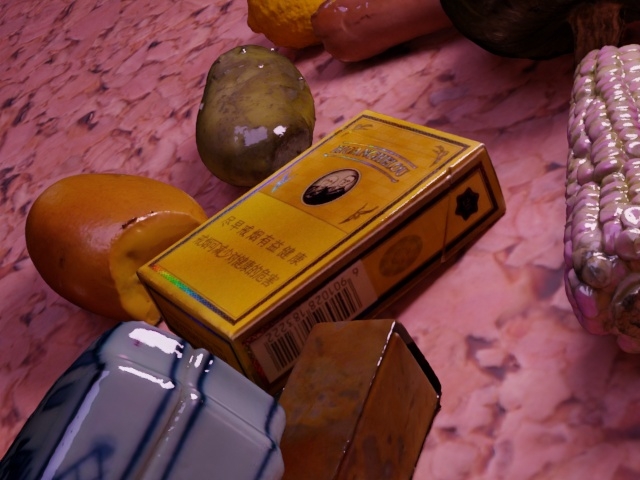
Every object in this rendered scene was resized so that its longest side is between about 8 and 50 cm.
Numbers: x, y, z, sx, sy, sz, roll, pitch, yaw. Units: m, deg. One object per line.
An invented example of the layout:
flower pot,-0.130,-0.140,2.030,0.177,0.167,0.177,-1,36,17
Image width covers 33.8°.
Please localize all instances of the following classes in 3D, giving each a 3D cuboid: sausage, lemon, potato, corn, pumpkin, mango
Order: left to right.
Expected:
mango,-0.250,-0.010,1.206,0.257,0.138,0.187,18,47,43
potato,-0.078,-0.144,1.257,0.149,0.113,0.251,-22,43,4
lemon,-0.016,-0.334,1.414,0.187,0.142,0.142,-20,35,9
sausage,0.183,-0.299,1.246,0.419,0.094,0.094,-10,24,30
pumpkin,0.246,-0.286,1.032,0.325,0.242,0.232,-16,-6,30
corn,0.253,-0.045,0.854,0.126,0.127,0.335,-18,32,22

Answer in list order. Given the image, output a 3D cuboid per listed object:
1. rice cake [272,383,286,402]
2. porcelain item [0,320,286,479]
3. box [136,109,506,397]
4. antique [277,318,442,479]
rice cake,-0.061,0.119,0.977,0.043,0.034,0.211,-37,33,-17
porcelain item,-0.168,0.214,0.736,0.281,0.157,0.286,-35,25,59
box,0.000,0.000,0.999,0.301,0.084,0.193,-37,34,-19
antique,-0.004,0.204,0.771,0.087,0.093,0.310,-6,43,35
